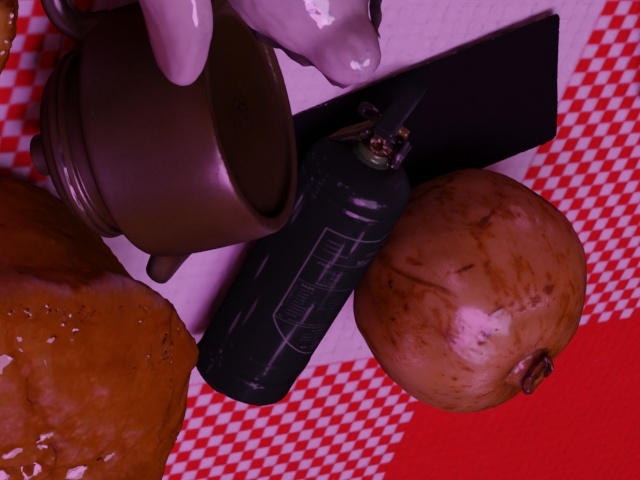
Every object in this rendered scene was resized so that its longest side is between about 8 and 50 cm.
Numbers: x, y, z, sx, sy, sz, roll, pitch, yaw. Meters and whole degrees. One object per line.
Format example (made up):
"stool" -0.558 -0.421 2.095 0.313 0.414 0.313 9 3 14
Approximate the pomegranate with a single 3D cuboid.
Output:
"pomegranate" 0.138 0.049 1.605 0.215 0.215 0.215 -21 141 -18

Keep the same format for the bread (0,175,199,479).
"bread" -0.290 0.129 1.369 0.398 0.215 0.398 -20 140 -17

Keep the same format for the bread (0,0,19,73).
"bread" -0.310 -0.159 1.100 0.268 0.145 0.268 -19 142 -15

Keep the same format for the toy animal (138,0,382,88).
"toy animal" -0.054 -0.246 1.138 0.249 0.174 0.289 -64 143 -39

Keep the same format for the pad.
"pad" 0.092 -0.098 1.583 0.265 0.009 0.159 -22 142 -14

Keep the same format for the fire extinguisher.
"fire extinguisher" 0.000 0.000 1.547 0.311 0.095 0.114 -59 172 32

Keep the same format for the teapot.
"teapot" -0.130 -0.088 1.302 0.175 0.185 0.267 -11 115 16
